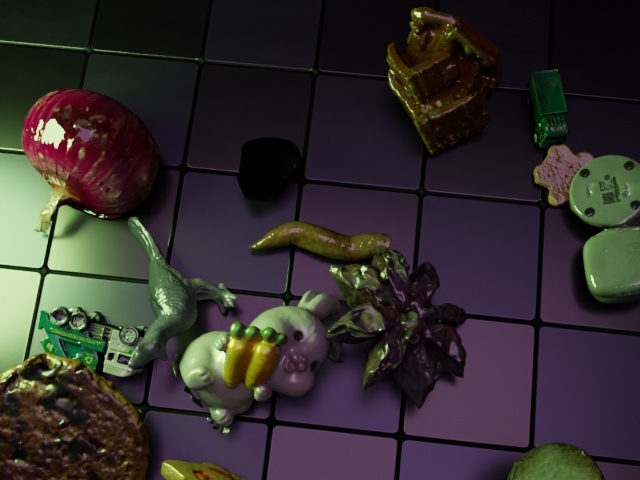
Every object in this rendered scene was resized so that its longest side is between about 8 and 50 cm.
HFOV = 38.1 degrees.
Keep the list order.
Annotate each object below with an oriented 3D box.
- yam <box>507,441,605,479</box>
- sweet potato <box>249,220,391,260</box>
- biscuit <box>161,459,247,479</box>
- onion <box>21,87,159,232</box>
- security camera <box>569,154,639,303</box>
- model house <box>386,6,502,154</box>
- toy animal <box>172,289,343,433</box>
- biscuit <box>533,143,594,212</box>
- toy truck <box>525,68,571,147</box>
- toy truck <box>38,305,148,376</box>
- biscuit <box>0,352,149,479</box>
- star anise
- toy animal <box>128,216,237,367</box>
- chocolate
[{"bbox_3d":[0.403,0.448,1.611,0.168,0.304,0.168,-3,66,8],"label":"yam"},{"bbox_3d":[0.000,0.000,1.864,0.281,0.059,0.067,8,105,6],"label":"sweet potato"},{"bbox_3d":[-0.179,0.458,1.651,0.212,0.239,0.041,24,97,-18],"label":"biscuit"},{"bbox_3d":[-0.455,-0.181,1.843,0.256,0.230,0.272,1,66,1],"label":"onion"},{"bbox_3d":[0.587,-0.023,1.834,0.157,0.080,0.301,-10,68,19],"label":"security camera"},{"bbox_3d":[0.246,-0.317,1.890,0.220,0.199,0.229,14,70,18],"label":"model house"},{"bbox_3d":[-0.099,0.215,1.722,0.310,0.247,0.183,-28,92,9],"label":"toy animal"},{"bbox_3d":[0.530,-0.119,1.904,0.184,0.027,0.133,25,79,6],"label":"biscuit"},{"bbox_3d":[0.474,-0.272,1.925,0.065,0.079,0.147,-7,76,-1],"label":"toy truck"},{"bbox_3d":[-0.438,0.201,1.794,0.216,0.110,0.116,15,87,5],"label":"toy truck"},{"bbox_3d":[-0.480,0.373,1.731,0.289,0.081,0.334,-43,89,2],"label":"biscuit"},{"bbox_3d":[0.154,0.151,1.735,0.332,0.117,0.331,12,64,-24],"label":"star anise"},{"bbox_3d":[-0.271,0.101,1.796,0.206,0.081,0.367,8,44,-20],"label":"toy animal"},{"bbox_3d":[-0.111,-0.142,1.900,0.125,0.080,0.148,36,84,23],"label":"chocolate"}]
